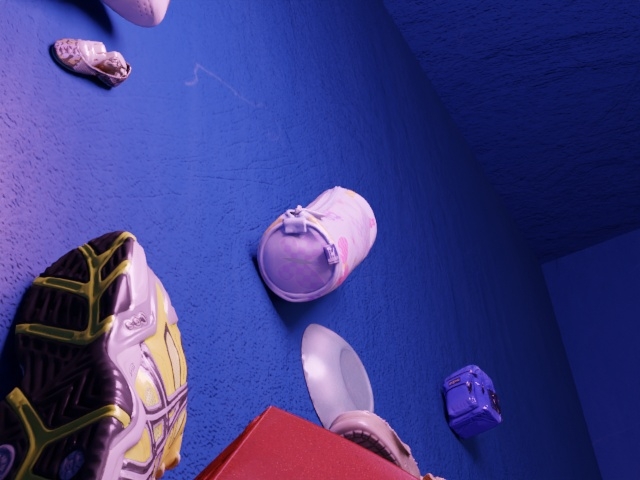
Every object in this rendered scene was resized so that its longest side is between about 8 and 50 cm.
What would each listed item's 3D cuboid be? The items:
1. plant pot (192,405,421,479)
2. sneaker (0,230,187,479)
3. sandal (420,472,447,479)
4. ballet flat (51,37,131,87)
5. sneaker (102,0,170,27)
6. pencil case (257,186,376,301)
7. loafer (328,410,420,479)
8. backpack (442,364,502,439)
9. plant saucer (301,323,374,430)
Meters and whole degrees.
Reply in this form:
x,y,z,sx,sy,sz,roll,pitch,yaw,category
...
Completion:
x,y,z,sx,sy,sz,roll,pitch,yaw,category
-0.036,0.291,0.761,0.236,0.267,0.267,44,19,2,plant pot
-0.159,0.152,0.748,0.147,0.145,0.385,56,23,-32,sneaker
0.187,0.394,1.545,0.240,0.079,0.088,40,33,-55,sandal
-0.241,-0.197,1.079,0.114,0.041,0.041,17,53,-67,ballet flat
-0.272,-0.312,1.067,0.297,0.111,0.129,39,49,-48,sneaker
0.000,0.000,1.414,0.273,0.113,0.124,-33,106,-72,pencil case
0.071,0.296,1.316,0.092,0.102,0.268,-95,165,-45,loafer
0.284,0.295,1.903,0.101,0.098,0.120,50,26,-34,backpack
0.035,0.203,1.405,0.195,0.037,0.195,55,22,-36,plant saucer
